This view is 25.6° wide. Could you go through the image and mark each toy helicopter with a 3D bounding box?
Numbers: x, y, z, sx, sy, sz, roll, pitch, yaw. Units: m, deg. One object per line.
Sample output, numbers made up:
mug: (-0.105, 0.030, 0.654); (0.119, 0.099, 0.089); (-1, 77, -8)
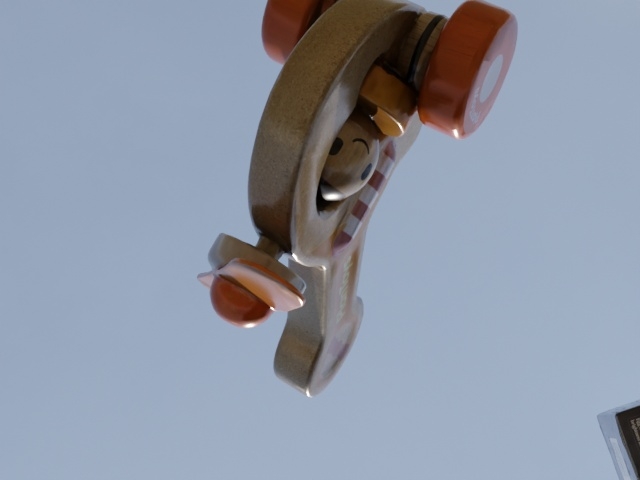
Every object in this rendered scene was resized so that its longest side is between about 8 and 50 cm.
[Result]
toy helicopter: (0.000, 0.000, 0.911); (0.140, 0.355, 0.235); (24, -126, 15)

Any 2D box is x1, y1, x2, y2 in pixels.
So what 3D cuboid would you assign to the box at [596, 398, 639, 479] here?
box: (0.349, 0.176, 1.289); (0.158, 0.156, 0.093); (-19, -98, 2)
